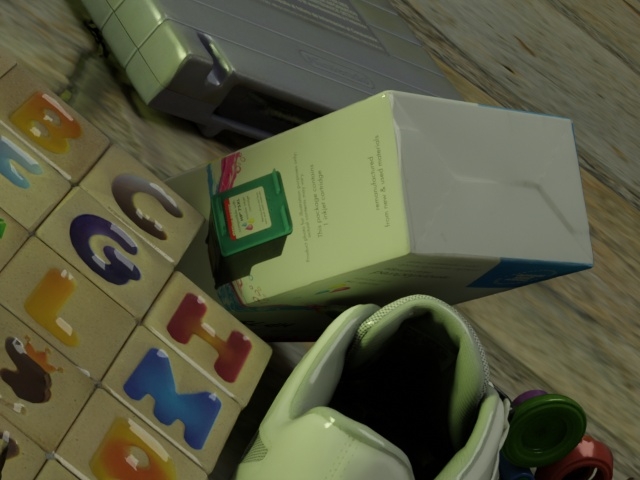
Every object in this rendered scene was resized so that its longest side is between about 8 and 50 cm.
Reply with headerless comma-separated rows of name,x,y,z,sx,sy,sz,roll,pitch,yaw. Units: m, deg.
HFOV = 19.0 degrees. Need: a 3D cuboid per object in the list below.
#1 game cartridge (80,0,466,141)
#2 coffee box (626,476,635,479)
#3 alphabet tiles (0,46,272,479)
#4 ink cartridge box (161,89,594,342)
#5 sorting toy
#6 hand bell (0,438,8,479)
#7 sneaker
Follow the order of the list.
game cartridge,-0.032,-0.137,1.321,0.355,0.068,0.230,16,28,-48
coffee box,0.153,0.239,0.789,0.246,0.098,0.141,48,40,17
alphabet tiles,-0.152,0.003,0.730,0.285,0.011,0.342,40,24,-6
ink cartridge box,0.000,0.000,0.935,0.134,0.231,0.078,4,74,-44
sorting toy,0.126,0.114,1.092,0.102,0.061,0.042,54,8,-41
hand bell,-0.219,0.079,0.511,0.242,0.126,0.126,18,24,-5
sneaker,0.040,0.086,0.866,0.122,0.146,0.330,30,18,4
